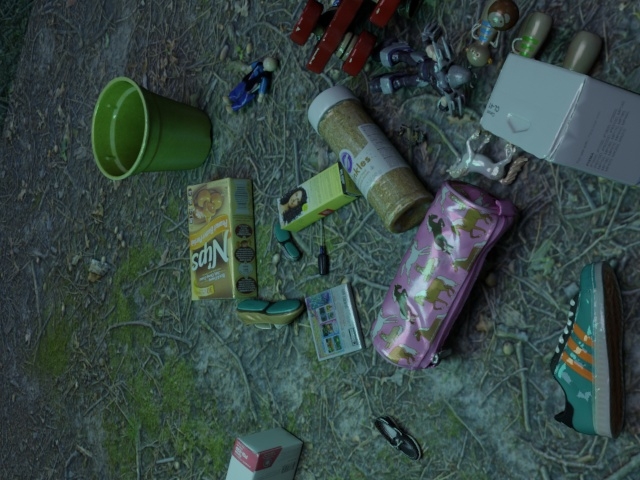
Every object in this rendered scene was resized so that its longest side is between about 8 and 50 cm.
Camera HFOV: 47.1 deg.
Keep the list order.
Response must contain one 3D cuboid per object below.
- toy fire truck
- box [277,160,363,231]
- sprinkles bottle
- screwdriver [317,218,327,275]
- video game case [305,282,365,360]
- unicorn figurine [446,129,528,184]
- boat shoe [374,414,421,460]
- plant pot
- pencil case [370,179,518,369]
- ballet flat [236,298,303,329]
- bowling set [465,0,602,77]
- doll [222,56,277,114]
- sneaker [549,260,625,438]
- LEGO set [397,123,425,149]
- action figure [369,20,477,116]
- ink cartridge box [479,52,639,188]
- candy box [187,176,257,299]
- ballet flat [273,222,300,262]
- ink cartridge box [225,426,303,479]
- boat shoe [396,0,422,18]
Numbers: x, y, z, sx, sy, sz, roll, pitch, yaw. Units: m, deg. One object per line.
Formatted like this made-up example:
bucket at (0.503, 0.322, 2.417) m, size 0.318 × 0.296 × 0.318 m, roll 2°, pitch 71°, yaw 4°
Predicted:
toy fire truck at (0.067, -0.515, 1.591) m, size 0.302 × 0.169 × 0.254 m, roll -56°, pitch 9°, yaw 37°
box at (-0.006, -0.102, 1.740) m, size 0.232 × 0.058 × 0.087 m, roll -28°, pitch 62°, yaw 39°
sprinkles bottle at (0.106, -0.181, 1.600) m, size 0.121 × 0.121 × 0.355 m, roll -51°, pitch 57°, yaw 30°
screwdriver at (0.000, 0.000, 1.765) m, size 0.025 × 0.024 × 0.170 m, roll -9°, pitch 80°, yaw 14°
video game case at (0.032, 0.193, 1.732) m, size 0.143 × 0.019 × 0.157 m, roll -24°, pitch 74°, yaw 41°
unicorn figurine at (0.315, -0.157, 1.442) m, size 0.162 × 0.060 × 0.111 m, roll 36°, pitch 113°, yaw 38°
boat shoe at (0.165, 0.427, 1.587) m, size 0.125 × 0.038 × 0.046 m, roll 47°, pitch 120°, yaw 33°
plant pot at (-0.452, -0.297, 2.040) m, size 0.276 × 0.254 × 0.276 m, roll 0°, pitch 89°, yaw 44°
pencil case at (0.238, 0.068, 1.446) m, size 0.167 × 0.160 × 0.386 m, roll 26°, pitch 108°, yaw 11°
ballet flat at (-0.118, 0.188, 1.852) m, size 0.232 × 0.080 × 0.073 m, roll -1°, pitch 116°, yaw 46°
bowling set at (0.336, -0.351, 1.340) m, size 0.287 × 0.199 × 0.154 m, roll 38°, pitch 116°, yaw 41°
doll at (-0.177, -0.408, 1.923) m, size 0.189 × 0.046 × 0.129 m, roll -40°, pitch 54°, yaw 29°
sneaker at (0.452, 0.186, 1.272) m, size 0.121 × 0.108 × 0.302 m, roll -1°, pitch 90°, yaw 39°
LEGO set at (0.200, -0.225, 1.583) m, size 0.054 × 0.023 × 0.083 m, roll -54°, pitch 43°, yaw 26°
action figure at (0.213, -0.348, 1.488) m, size 0.285 × 0.099 × 0.185 m, roll 26°, pitch 133°, yaw 52°
ink cartridge box at (0.437, -0.167, 1.117) m, size 0.226 × 0.306 × 0.131 m, roll -125°, pitch 53°, yaw -63°
candy box at (-0.266, 0.000, 1.970) m, size 0.183 × 0.087 × 0.317 m, roll -7°, pitch 84°, yaw 43°
ballet flat at (-0.089, 0.009, 1.839) m, size 0.041 × 0.041 × 0.114 m, roll -49°, pitch 57°, yaw 32°
ink cartridge box at (-0.148, 0.583, 1.798) m, size 0.092 × 0.158 × 0.218 m, roll 23°, pitch 105°, yaw 40°
boat shoe at (0.216, -0.554, 1.547) m, size 0.066 × 0.066 × 0.183 m, roll 49°, pitch 130°, yaw 27°
